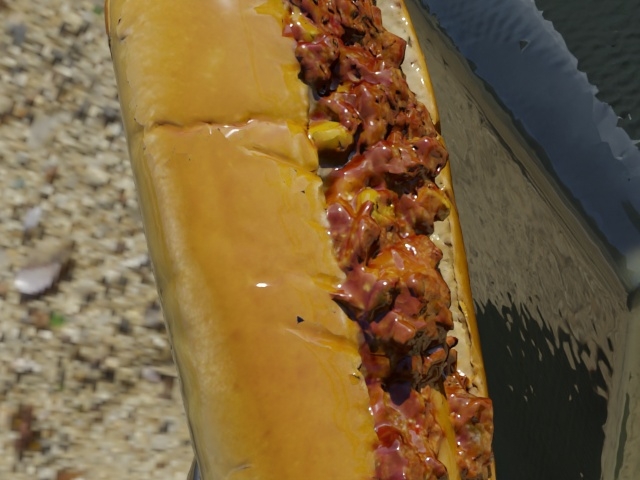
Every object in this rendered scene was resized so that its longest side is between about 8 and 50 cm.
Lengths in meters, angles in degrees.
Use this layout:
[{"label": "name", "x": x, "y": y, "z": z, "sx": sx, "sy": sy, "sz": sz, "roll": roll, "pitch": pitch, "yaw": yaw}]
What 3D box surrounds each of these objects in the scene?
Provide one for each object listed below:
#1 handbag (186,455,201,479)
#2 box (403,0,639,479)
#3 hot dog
[{"label": "handbag", "x": 0.064, "y": 0.170, "z": 1.058, "sx": 0.254, "sy": 0.308, "sz": 0.093, "roll": 50, "pitch": 139, "yaw": 26}, {"label": "box", "x": 0.112, "y": -0.034, "z": 0.820, "sx": 0.177, "sy": 0.352, "sz": 0.344, "roll": -21, "pitch": 53, "yaw": -12}, {"label": "hot dog", "x": 0.000, "y": 0.000, "z": 0.492, "sx": 0.076, "sy": 0.102, "sz": 0.249, "roll": -31, "pitch": 64, "yaw": 50}]
